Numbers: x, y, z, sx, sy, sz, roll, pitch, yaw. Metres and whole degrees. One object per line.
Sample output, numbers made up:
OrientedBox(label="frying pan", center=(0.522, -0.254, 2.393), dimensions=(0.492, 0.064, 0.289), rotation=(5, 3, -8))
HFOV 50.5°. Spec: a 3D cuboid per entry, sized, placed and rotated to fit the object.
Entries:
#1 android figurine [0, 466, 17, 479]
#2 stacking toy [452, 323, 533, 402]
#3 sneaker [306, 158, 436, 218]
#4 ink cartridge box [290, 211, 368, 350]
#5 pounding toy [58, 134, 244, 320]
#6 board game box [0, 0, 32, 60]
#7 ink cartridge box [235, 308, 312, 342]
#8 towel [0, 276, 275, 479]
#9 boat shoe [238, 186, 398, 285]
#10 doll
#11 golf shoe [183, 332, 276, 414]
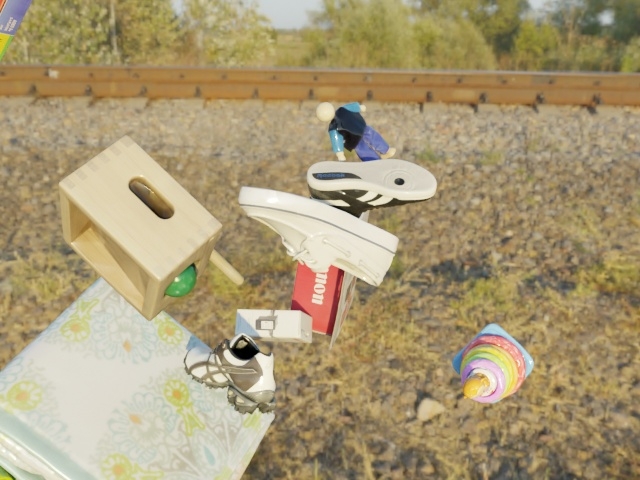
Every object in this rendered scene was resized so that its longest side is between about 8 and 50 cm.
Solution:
OrientedBox(label="android figurine", center=(-0.449, 0.382, 1.082), dimensions=(0.272, 0.056, 0.248), rotation=(28, -12, 35))
OrientedBox(label="stacking toy", center=(0.398, 0.328, 1.640), dimensions=(0.166, 0.175, 0.302), rotation=(46, 18, 15))
OrientedBox(label="sneaker", center=(0.088, -0.074, 1.167), dimensions=(0.216, 0.121, 0.079), rotation=(6, 52, 9))
OrientedBox(label="ink cartridge box", center=(0.018, 0.055, 1.588), dimensions=(0.130, 0.310, 0.272), rotation=(13, 26, 8))
OrientedBox(label="pounding toy", center=(-0.138, -0.001, 0.592), dimensions=(0.141, 0.130, 0.100), rotation=(43, 61, 3))
OrientedBox(label="board game box", center=(-0.429, -0.315, 0.754), dimensions=(0.213, 0.046, 0.317), rotation=(4, -25, -40))
OrientedBox(label="ink cartridge box", center=(-0.101, 0.193, 1.527), dimensions=(0.150, 0.063, 0.109), rotation=(0, -14, 14))
OrientedBox(label="towel", center=(-0.268, 0.260, 0.996), dimensions=(0.374, 0.090, 0.320), rotation=(40, 37, -5))
OrientedBox(label="boat shoe", center=(0.000, 0.000, 0.898), dimensions=(0.258, 0.084, 0.095), rotation=(20, -7, -32))
OrientedBox(label="doll", center=(0.064, -0.203, 1.321), dimensions=(0.189, 0.129, 0.046), rotation=(36, -20, -30))
OrientedBox(label="golf shoe", center=(-0.122, 0.168, 0.948), dimensions=(0.077, 0.094, 0.198), rotation=(5, 7, -43))
